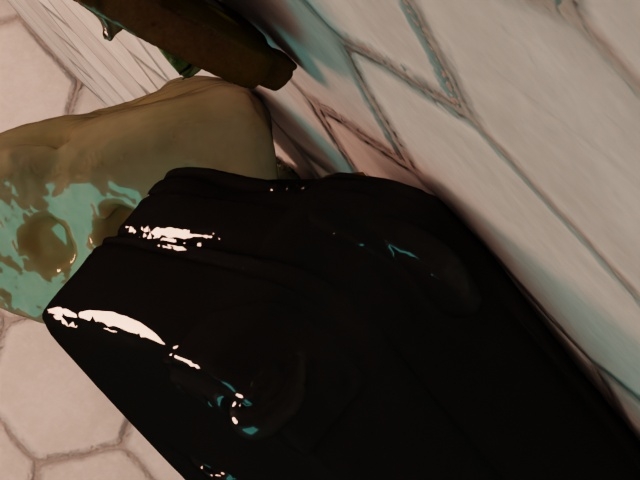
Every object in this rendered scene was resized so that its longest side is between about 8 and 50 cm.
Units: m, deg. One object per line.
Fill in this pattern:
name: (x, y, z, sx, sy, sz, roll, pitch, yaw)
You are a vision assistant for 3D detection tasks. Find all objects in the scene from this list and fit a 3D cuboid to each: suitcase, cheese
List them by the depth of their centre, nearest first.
suitcase: (0.021, 0.118, 1.211, 0.345, 0.188, 0.339, 48, 159, -27)
cheese: (-0.132, -0.020, 1.452, 0.248, 0.251, 0.173, 12, 113, 63)

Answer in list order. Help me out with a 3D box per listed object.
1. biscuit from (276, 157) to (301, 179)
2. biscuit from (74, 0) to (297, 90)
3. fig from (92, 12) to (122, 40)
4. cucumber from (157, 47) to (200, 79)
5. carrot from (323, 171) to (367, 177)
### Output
biscuit: (0.000, 0.000, 1.623, 0.147, 0.046, 0.250, 49, 175, -13)
biscuit: (-0.092, -0.133, 1.113, 0.180, 0.039, 0.236, 28, -172, -11)
fig: (-0.242, -0.222, 1.361, 0.143, 0.160, 0.231, 2, 150, 50)
cucumber: (-0.112, -0.162, 1.352, 0.107, 0.035, 0.067, 54, -176, 1)
carrot: (0.049, 0.033, 1.346, 0.069, 0.069, 0.228, 43, 173, 41)
